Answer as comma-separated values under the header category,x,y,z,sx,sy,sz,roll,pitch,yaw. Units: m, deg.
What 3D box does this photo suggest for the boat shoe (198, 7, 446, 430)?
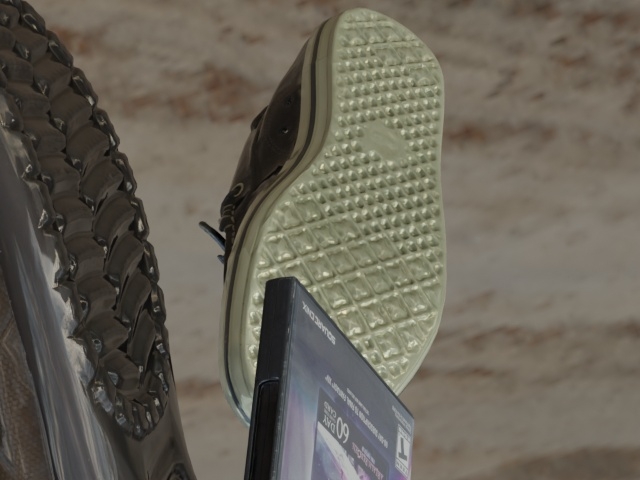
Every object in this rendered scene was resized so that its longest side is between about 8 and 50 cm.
category,x,y,z,sx,sy,sz,roll,pitch,yaw
boat shoe,0.000,0.000,1.681,0.187,0.500,0.156,30,129,-17

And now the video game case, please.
category,x,y,z,sx,sy,sz,roll,pitch,yaw
video game case,0.004,0.187,1.222,0.026,0.274,0.196,-11,145,23

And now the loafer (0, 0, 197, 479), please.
category,x,y,z,sx,sy,sz,roll,pitch,yaw
loafer,-0.122,0.075,0.744,0.130,0.366,0.134,-14,-176,10
